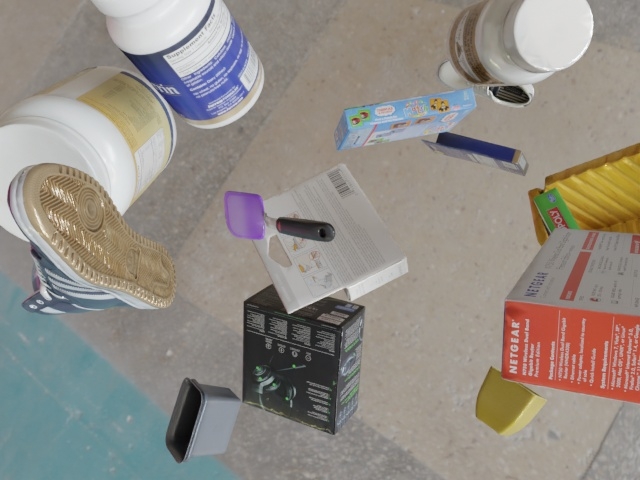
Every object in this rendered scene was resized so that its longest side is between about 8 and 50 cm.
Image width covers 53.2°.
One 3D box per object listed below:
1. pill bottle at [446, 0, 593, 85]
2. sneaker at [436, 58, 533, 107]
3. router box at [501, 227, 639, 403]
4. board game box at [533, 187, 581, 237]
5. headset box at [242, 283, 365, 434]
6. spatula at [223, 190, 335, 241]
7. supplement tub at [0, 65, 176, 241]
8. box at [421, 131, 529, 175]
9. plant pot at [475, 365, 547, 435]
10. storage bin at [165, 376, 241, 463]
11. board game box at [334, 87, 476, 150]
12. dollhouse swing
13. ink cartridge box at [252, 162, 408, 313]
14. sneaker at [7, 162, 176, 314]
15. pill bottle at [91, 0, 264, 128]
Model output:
[{"bbox_3d":[0.268,-0.279,0.877,0.131,0.131,0.229,-40,14,3],"label":"pill bottle"},{"bbox_3d":[0.424,-0.408,1.634,0.258,0.091,0.094,15,112,4],"label":"sneaker"},{"bbox_3d":[0.373,0.067,0.658,0.301,0.335,0.082,6,105,27],"label":"router box"},{"bbox_3d":[0.479,0.065,1.163,0.046,0.317,0.213,-28,56,15],"label":"board game box"},{"bbox_3d":[-0.041,0.270,1.437,0.247,0.131,0.282,11,110,25],"label":"headset box"},{"bbox_3d":[-0.072,-0.028,1.025,0.297,0.030,0.084,14,111,53],"label":"spatula"},{"bbox_3d":[-0.391,-0.146,1.054,0.229,0.228,0.316,-19,23,16],"label":"supplement tub"},{"bbox_3d":[0.351,-0.202,1.450,0.225,0.136,0.036,18,92,24],"label":"box"},{"bbox_3d":[0.288,0.256,0.996,0.082,0.081,0.083,34,92,36],"label":"plant pot"},{"bbox_3d":[-0.206,0.315,1.129,0.098,0.091,0.135,26,99,52],"label":"storage bin"},{"bbox_3d":[0.137,-0.203,1.087,0.212,0.160,0.039,-10,86,-6],"label":"board game box"},{"bbox_3d":[0.619,0.037,1.248,0.347,0.315,0.304,-21,51,56],"label":"dollhouse swing"},{"bbox_3d":[0.000,0.000,1.347,0.261,0.066,0.296,-26,55,-6],"label":"ink cartridge box"},{"bbox_3d":[-0.278,0.013,0.678,0.153,0.282,0.099,-3,67,12],"label":"sneaker"},{"bbox_3d":[-0.195,-0.286,0.879,0.153,0.264,0.153,-8,63,17],"label":"pill bottle"}]
